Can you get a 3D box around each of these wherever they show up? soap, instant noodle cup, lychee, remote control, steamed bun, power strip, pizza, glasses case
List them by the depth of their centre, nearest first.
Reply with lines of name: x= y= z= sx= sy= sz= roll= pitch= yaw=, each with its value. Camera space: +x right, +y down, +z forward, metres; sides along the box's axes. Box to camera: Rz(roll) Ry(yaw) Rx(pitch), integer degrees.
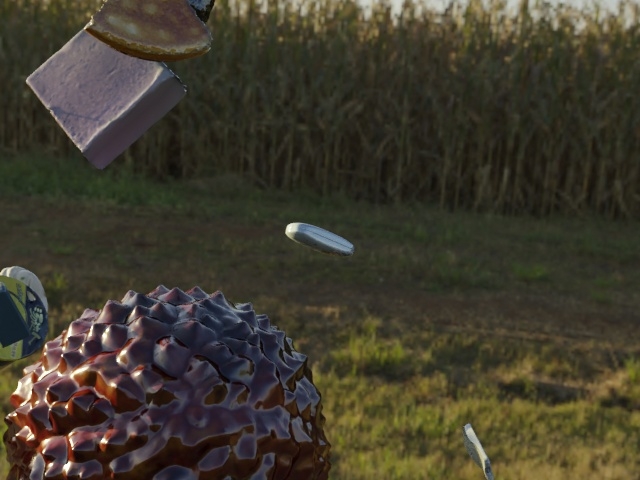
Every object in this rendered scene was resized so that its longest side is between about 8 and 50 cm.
lychee: x=-0.193 y=0.271 z=1.205 sx=0.424 sy=0.425 sz=0.500 roll=3 pitch=-19 yaw=-5
pizza: x=-0.262 y=-0.361 z=1.421 sx=0.200 sy=0.193 sz=0.053 roll=10 pitch=-21 yaw=-27
power strip: x=-0.559 y=0.133 z=1.619 sx=0.056 sy=0.123 sz=0.032 roll=-26 pitch=42 yaw=-14
remote control: x=0.286 y=0.390 z=1.690 sx=0.027 sy=0.050 sz=0.184 roll=-15 pitch=8 yaw=0
glasses case: x=0.000 y=0.000 z=2.094 sx=0.178 sy=0.045 sz=0.067 roll=22 pitch=-17 yaw=-36
instant noodle cup: x=-0.768 y=0.220 z=2.098 sx=0.215 sy=0.216 sz=0.236 roll=-8 pitch=-23 yaw=-49
soap: x=-0.505 y=-0.364 z=2.163 sx=0.296 sy=0.285 sz=0.107 roll=49 pitch=0 yaw=26
steamed bun: x=-0.769 y=0.159 z=2.286 sx=0.182 sy=0.183 sz=0.106 roll=9 pitch=4 yaw=23

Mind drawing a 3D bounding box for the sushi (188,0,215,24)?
sushi: x=-0.344 y=-0.562 z=2.051 sx=0.225 sy=0.127 sz=0.124 roll=27 pitch=-19 yaw=-31
